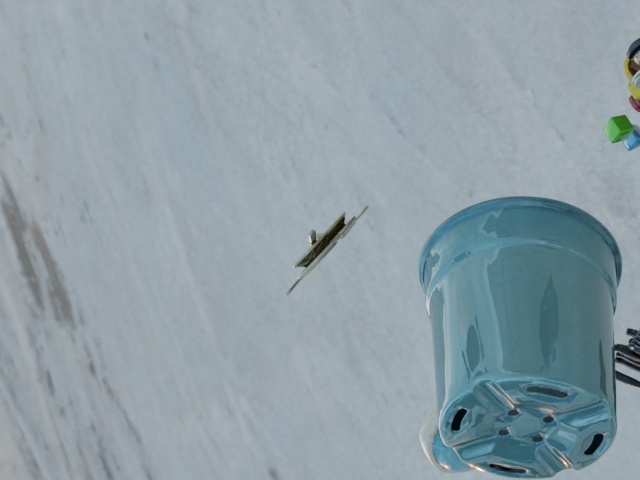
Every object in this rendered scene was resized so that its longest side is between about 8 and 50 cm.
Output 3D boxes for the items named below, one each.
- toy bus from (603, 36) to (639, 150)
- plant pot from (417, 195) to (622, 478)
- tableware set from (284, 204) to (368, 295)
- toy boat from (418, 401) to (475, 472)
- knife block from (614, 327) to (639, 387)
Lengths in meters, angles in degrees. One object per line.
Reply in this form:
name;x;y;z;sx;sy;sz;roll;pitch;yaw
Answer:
toy bus;0.459;-0.232;1.140;0.202;0.191;0.104;77;171;-62
plant pot;0.315;0.166;1.349;0.334;0.341;0.341;-78;-6;-46
tableware set;0.000;0.000;1.246;0.039;0.128;0.194;43;-160;-1
toy boat;0.323;0.323;1.696;0.148;0.267;0.318;27;119;46
knife block;0.729;0.291;1.742;0.275;0.088;0.242;51;145;0
